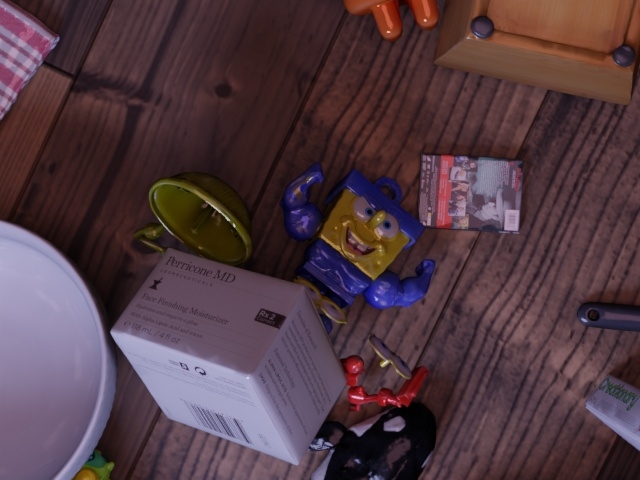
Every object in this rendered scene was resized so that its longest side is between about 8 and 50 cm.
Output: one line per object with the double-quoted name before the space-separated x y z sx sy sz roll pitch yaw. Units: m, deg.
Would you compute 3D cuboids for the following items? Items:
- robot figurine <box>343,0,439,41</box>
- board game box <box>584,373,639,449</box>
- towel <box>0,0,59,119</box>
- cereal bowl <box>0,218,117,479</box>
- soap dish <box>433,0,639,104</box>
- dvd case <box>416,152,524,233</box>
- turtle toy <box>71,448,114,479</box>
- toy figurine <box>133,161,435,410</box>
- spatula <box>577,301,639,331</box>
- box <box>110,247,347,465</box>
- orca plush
"robot figurine" 0.067 -0.330 1.343 0.158 0.128 0.219 -13 95 44
"board game box" 0.400 0.236 1.292 0.193 0.305 0.053 38 90 -3
"towel" -0.408 -0.193 1.401 0.144 0.029 0.197 35 90 -2
"cereal bowl" -0.381 0.146 1.348 0.339 0.141 0.339 -1 81 5
"soap dish" 0.267 -0.314 1.350 0.229 0.118 0.291 12 92 -1
"dvd case" 0.172 -0.054 1.418 0.119 0.013 0.087 3 94 1
"turtle toy" -0.299 0.266 1.403 0.130 0.095 0.066 -13 72 0
"toy figurine" 0.000 0.000 1.385 0.362 0.191 0.217 39 64 -5
"spatula" 0.445 0.096 1.420 0.296 0.030 0.084 5 93 0
"box" -0.092 0.122 1.302 0.181 0.182 0.119 14 57 29
"orca plush" 0.016 0.294 1.388 0.287 0.102 0.151 -27 99 1
